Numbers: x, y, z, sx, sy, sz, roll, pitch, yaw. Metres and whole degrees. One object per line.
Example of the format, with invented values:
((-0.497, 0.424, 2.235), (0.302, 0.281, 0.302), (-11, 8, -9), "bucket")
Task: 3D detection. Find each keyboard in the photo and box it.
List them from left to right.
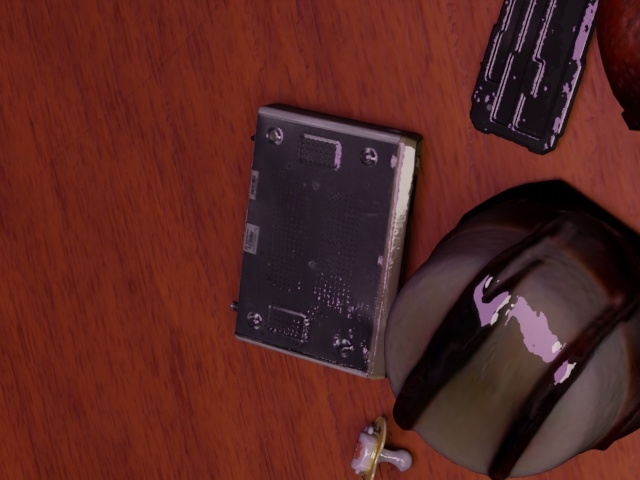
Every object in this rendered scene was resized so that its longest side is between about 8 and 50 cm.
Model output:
((0.219, -0.217, 1.339), (0.106, 0.016, 0.262), (24, 111, 24), "keyboard")

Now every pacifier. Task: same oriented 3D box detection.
((0.068, 0.233, 1.507), (0.064, 0.068, 0.083), (16, 94, -8), "pacifier")

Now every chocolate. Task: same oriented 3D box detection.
((0.187, 0.098, 1.323), (0.283, 0.186, 0.284), (6, 103, 29), "chocolate")

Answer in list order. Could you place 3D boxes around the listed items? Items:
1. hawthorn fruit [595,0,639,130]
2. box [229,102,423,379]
((0.338, -0.204, 1.173), (0.215, 0.215, 0.250), (-9, 68, 31), "hawthorn fruit")
((0.000, 0.000, 1.495), (0.211, 0.045, 0.270), (16, 108, 26), "box")
